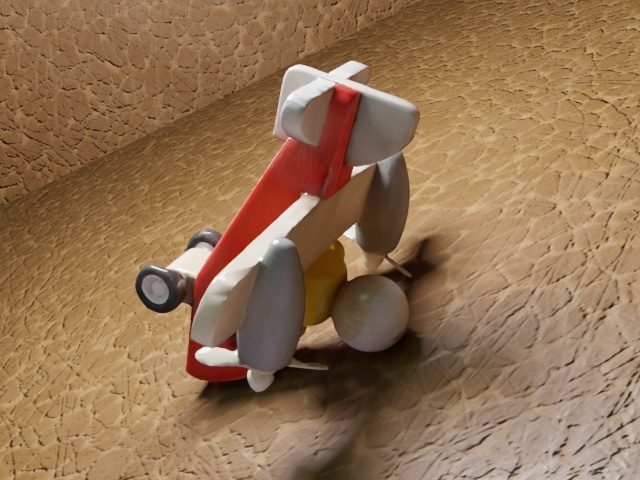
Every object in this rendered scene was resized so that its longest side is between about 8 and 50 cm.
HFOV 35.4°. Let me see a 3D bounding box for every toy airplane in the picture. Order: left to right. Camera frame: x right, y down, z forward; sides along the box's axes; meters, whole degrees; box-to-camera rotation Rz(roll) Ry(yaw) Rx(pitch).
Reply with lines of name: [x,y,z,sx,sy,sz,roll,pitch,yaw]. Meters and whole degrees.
toy airplane: [0.000,0.000,1.099,0.386,0.272,0.384,-47,-6,-15]
